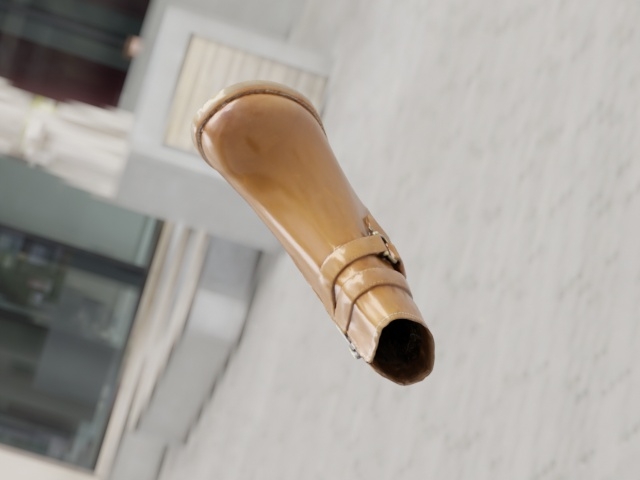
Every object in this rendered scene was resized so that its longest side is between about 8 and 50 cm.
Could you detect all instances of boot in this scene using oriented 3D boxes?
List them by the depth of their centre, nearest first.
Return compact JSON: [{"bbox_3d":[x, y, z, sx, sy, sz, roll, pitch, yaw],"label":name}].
[{"bbox_3d":[0.000,0.000,1.616,0.220,0.109,0.283,62,-177,36],"label":"boot"}]
